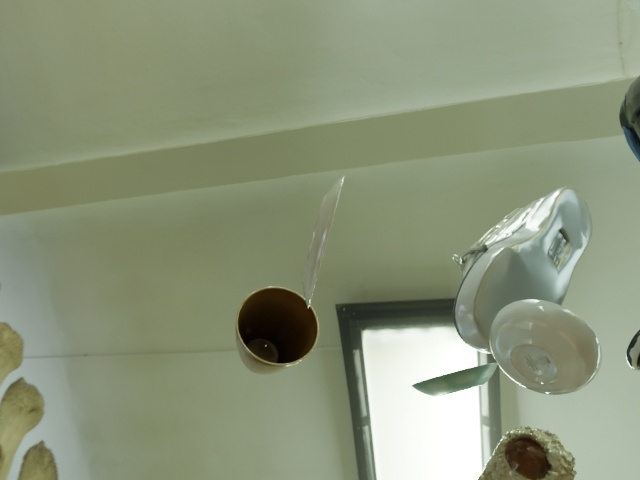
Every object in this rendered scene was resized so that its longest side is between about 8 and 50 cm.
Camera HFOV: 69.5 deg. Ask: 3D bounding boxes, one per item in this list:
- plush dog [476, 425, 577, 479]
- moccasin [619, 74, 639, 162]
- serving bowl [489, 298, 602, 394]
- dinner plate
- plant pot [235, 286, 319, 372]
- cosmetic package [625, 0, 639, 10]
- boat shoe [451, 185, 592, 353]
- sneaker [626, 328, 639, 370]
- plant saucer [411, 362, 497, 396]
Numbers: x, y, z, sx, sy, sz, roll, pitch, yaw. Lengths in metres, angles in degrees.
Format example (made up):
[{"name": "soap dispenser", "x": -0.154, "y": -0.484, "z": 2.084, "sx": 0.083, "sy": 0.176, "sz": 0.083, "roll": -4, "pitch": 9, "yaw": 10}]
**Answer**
[{"name": "plush dog", "x": 0.303, "y": 0.407, "z": 0.610, "sx": 0.225, "sy": 0.210, "sz": 0.262, "roll": 32, "pitch": -92, "yaw": 31}, {"name": "moccasin", "x": 0.340, "y": 0.003, "z": 0.294, "sx": 0.138, "sy": 0.117, "sz": 0.342, "roll": -36, "pitch": -92, "yaw": 9}, {"name": "serving bowl", "x": 0.172, "y": 0.089, "z": 0.364, "sx": 0.083, "sy": 0.027, "sz": 0.083, "roll": 21, "pitch": -55, "yaw": 32}, {"name": "dinner plate", "x": 0.000, "y": 0.000, "z": 0.477, "sx": 0.017, "sy": 0.141, "sz": 0.141, "roll": 14, "pitch": -74, "yaw": 2}, {"name": "plant pot", "x": -0.155, "y": 0.302, "z": 1.376, "sx": 0.237, "sy": 0.237, "sz": 0.254, "roll": 31, "pitch": -40, "yaw": 2}, {"name": "cosmetic package", "x": 0.625, "y": -0.595, "z": 0.654, "sx": 0.453, "sy": 0.161, "sz": 0.230, "roll": -38, "pitch": -88, "yaw": 26}, {"name": "boat shoe", "x": 0.271, "y": 0.039, "z": 0.701, "sx": 0.135, "sy": 0.367, "sz": 0.156, "roll": 55, "pitch": -36, "yaw": -8}, {"name": "sneaker", "x": 0.608, "y": 0.148, "z": 0.736, "sx": 0.084, "sy": 0.097, "sz": 0.234, "roll": 21, "pitch": -62, "yaw": -35}, {"name": "plant saucer", "x": 0.297, "y": 0.312, "z": 1.011, "sx": 0.195, "sy": 0.195, "sz": 0.037, "roll": -20, "pitch": -114, "yaw": 14}]
